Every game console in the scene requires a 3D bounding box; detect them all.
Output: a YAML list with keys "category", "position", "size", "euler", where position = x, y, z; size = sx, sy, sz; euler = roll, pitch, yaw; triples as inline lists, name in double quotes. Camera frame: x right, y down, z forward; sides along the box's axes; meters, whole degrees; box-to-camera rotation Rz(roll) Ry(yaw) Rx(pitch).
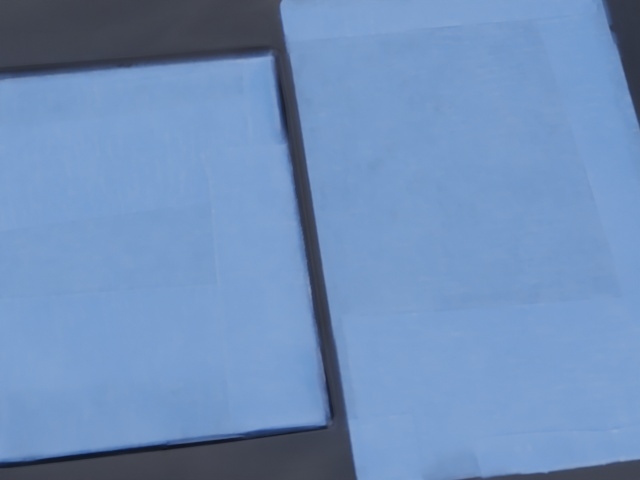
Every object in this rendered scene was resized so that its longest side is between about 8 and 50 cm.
- category: "game console"
  position: [0.000, 0.000, 0.644]
  size: [0.342, 0.060, 0.386]
  euler: [-4, 63, -11]
